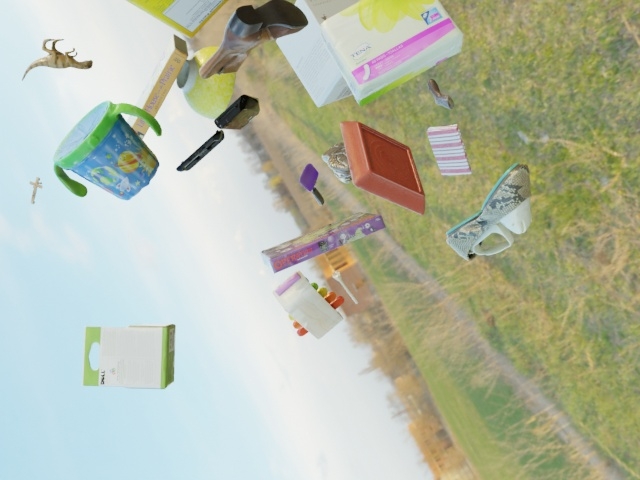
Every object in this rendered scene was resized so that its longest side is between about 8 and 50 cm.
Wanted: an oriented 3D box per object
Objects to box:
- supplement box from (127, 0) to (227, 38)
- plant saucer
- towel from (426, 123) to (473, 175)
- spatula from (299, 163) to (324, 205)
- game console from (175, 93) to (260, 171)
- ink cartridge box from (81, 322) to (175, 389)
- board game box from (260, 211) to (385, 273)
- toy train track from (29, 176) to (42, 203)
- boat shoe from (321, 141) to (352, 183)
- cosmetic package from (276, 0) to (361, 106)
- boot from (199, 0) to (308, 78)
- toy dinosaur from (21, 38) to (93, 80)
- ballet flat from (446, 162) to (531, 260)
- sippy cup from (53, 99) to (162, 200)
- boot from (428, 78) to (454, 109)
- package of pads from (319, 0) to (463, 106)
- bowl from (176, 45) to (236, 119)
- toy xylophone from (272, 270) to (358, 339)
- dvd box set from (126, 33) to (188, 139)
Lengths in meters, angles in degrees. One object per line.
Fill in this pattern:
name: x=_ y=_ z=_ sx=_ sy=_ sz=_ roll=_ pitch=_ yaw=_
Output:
supplement box: x=-0.380 y=-0.666 z=1.353 sx=0.195 sy=0.194 sz=0.356 roll=53 pitch=-167 yaw=6
plant saucer: x=0.185 y=-0.216 z=1.587 sx=0.259 sy=0.047 sz=0.259 roll=20 pitch=-136 yaw=-31
towel: x=0.476 y=-0.329 z=2.071 sx=0.144 sy=0.029 sz=0.197 roll=9 pitch=129 yaw=54
spatula: x=-0.021 y=-0.190 z=2.055 sx=0.030 sy=0.084 sz=0.296 roll=21 pitch=168 yaw=16
game console: x=-0.346 y=-0.349 z=1.875 sx=0.044 sy=0.361 sz=0.213 roll=50 pitch=-168 yaw=-2
ink cartridge box: x=-0.585 y=0.350 z=1.736 sx=0.097 sy=0.255 sz=0.189 roll=72 pitch=-160 yaw=-88
board game box: x=0.000 y=0.000 z=1.674 sx=0.208 sy=0.346 sz=0.056 roll=-150 pitch=39 yaw=-72
toy train track: x=-0.853 y=-0.150 z=1.697 sx=0.048 sy=0.083 sz=0.014 roll=20 pitch=-171 yaw=14
boat shoe: x=0.094 y=-0.267 z=1.998 sx=0.116 sy=0.123 sz=0.324 roll=56 pitch=-175 yaw=-18
cosmetic package: x=0.068 y=-0.898 z=2.605 sx=0.394 sy=0.329 sz=0.327 roll=58 pitch=149 yaw=6
boot: x=-0.194 y=-0.569 z=1.659 sx=0.096 sy=0.264 sz=0.280 roll=58 pitch=143 yaw=2
toy dinosaur: x=-0.777 y=-0.525 z=1.639 sx=0.064 sy=0.211 sz=0.113 roll=-116 pitch=22 yaw=-70
ballet flat: x=0.586 y=-0.066 z=1.873 sx=0.182 sy=0.164 sz=0.483 roll=52 pitch=152 yaw=13
sippy cup: x=-0.600 y=-0.243 z=1.632 sx=0.305 sy=0.240 sz=0.224 roll=-4 pitch=143 yaw=44
boot: x=0.435 y=-0.527 z=2.034 sx=0.106 sy=0.037 sz=0.114 roll=58 pitch=-179 yaw=-26
package of pads: x=0.170 y=-0.509 z=1.415 sx=0.229 sy=0.296 sz=0.101 roll=62 pitch=-178 yaw=17
bowl: x=-0.473 y=-0.638 z=2.231 sx=0.155 sy=0.290 sz=0.290 roll=6 pitch=-140 yaw=-39
toy xylophone: x=-0.006 y=0.211 z=1.892 sx=0.081 sy=0.236 sz=0.323 roll=50 pitch=172 yaw=42
dvd box set: x=-0.632 y=-0.565 z=2.154 sx=0.062 sy=0.421 sz=0.308 roll=27 pitch=-162 yaw=-26
